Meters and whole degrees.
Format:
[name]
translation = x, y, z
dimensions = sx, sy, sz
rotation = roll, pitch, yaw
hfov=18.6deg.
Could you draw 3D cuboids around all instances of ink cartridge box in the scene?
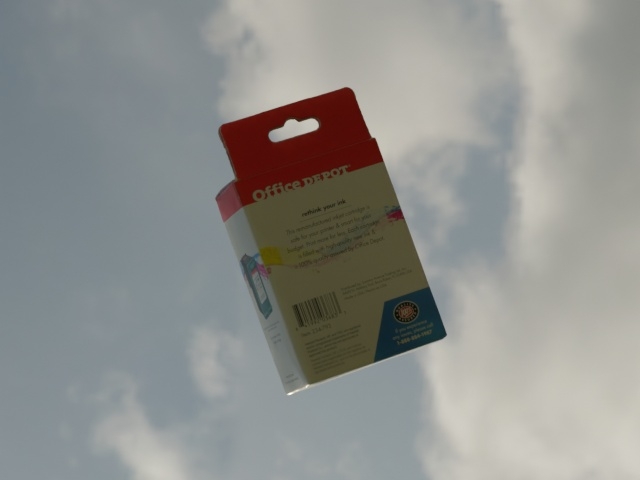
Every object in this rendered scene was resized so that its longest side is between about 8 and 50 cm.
[ink cartridge box]
translation = 0.000, 0.000, 1.667
dimensions = 0.134, 0.078, 0.231
rotation = -18, -95, -18
